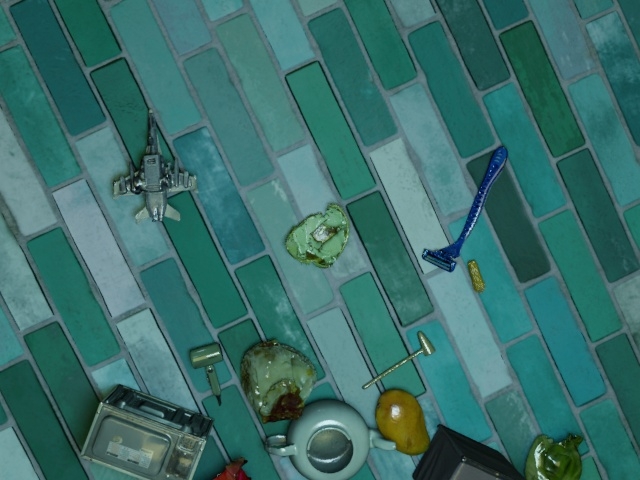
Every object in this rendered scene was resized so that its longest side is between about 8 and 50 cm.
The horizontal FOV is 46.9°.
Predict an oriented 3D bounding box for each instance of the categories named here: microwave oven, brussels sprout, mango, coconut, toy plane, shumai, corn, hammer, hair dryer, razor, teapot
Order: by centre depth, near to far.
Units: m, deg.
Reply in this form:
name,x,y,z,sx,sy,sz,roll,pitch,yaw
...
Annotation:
name,x,y,z,sx,sy,sz,roll,pitch,yaw
microwave oven,-0.376,0.433,1.632,0.241,0.194,0.145,21,89,-2
toy plane,-0.376,-0.169,1.659,0.192,0.088,0.261,-6,92,-3
shumai,-0.103,0.323,1.670,0.184,0.142,0.184,-1,95,-7
teapot,0.018,0.463,1.688,0.295,0.129,0.193,-3,92,-3
coconut,-0.002,-0.001,1.707,0.158,0.055,0.133,-22,95,-1
hair dryer,-0.250,0.315,1.711,0.071,0.047,0.150,-15,99,-4
mango,0.188,0.426,1.723,0.115,0.089,0.164,-16,96,-13
razor,0.359,-0.074,1.736,0.056,0.093,0.324,34,85,-44
hammer,0.175,0.289,1.747,0.195,0.028,0.060,-33,89,-1
corn,0.369,0.088,1.749,0.027,0.028,0.083,-19,93,-24
brussels sprout,0.559,0.542,1.751,0.139,0.100,0.180,20,80,-24

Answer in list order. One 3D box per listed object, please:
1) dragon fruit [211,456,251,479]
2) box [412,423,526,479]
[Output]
name,x,y,z,sx,sy,sz,roll,pitch,yaw
dragon fruit,-0.218,0.696,1.645,0.282,0.100,0.343,-27,106,-10
box,0.331,0.541,1.651,0.188,0.252,0.153,27,91,-5
